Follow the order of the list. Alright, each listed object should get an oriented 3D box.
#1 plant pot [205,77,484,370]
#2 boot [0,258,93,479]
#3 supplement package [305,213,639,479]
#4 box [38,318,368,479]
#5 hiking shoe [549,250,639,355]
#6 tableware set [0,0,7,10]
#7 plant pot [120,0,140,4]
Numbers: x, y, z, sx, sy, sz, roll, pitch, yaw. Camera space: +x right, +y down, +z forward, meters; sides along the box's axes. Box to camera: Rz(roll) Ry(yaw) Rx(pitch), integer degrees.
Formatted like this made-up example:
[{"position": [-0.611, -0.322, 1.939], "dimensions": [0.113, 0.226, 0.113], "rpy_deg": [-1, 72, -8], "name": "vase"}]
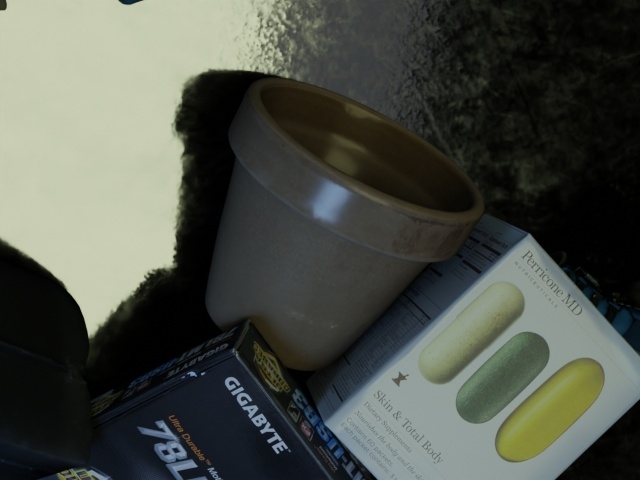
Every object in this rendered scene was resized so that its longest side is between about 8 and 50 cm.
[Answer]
[{"position": [0.000, 0.000, 1.608], "dimensions": [0.263, 0.263, 0.229], "rpy_deg": [20, 111, -19], "name": "plant pot"}, {"position": [-0.363, -0.003, 1.446], "dimensions": [0.445, 0.146, 0.367], "rpy_deg": [31, 59, -51], "name": "boot"}, {"position": [0.153, 0.140, 1.604], "dimensions": [0.263, 0.198, 0.199], "rpy_deg": [-43, 99, 0], "name": "supplement package"}, {"position": [-0.111, 0.262, 1.622], "dimensions": [0.293, 0.073, 0.295], "rpy_deg": [-27, 109, 25], "name": "box"}, {"position": [0.283, 0.080, 1.758], "dimensions": [0.304, 0.113, 0.132], "rpy_deg": [1, 100, -17], "name": "hiking shoe"}, {"position": [-0.320, -0.268, 1.480], "dimensions": [0.039, 0.194, 0.128], "rpy_deg": [0, 101, 15], "name": "tableware set"}, {"position": [-0.157, -0.329, 1.491], "dimensions": [0.166, 0.234, 0.165], "rpy_deg": [-46, 109, -5], "name": "plant pot"}]
